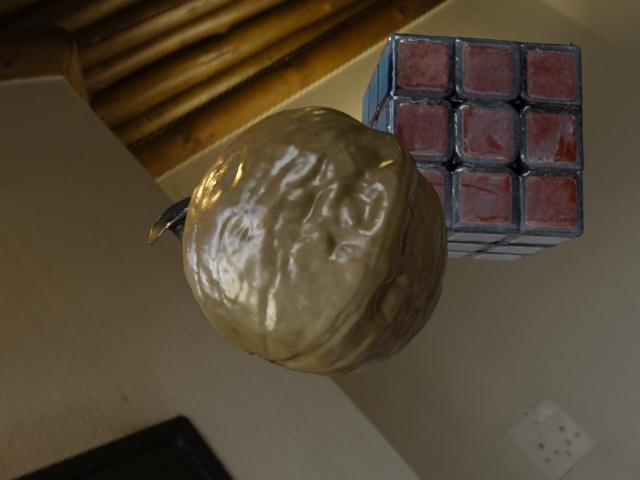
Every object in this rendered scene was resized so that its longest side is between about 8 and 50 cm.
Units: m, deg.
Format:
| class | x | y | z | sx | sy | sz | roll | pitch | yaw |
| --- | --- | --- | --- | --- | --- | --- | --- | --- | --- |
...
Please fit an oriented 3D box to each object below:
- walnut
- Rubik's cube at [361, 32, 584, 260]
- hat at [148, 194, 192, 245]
| class | x | y | z | sx | sy | sz | roll | pitch | yaw |
| --- | --- | --- | --- | --- | --- | --- | --- | --- | --- |
| walnut | 0.000 | 0.000 | 0.644 | 0.228 | 0.228 | 0.228 | -31 | -33 | -23 |
| Rubik's cube | 0.228 | -0.133 | 1.247 | 0.304 | 0.305 | 0.301 | 5 | -10 | -5 |
| hat | -0.130 | -0.020 | 0.823 | 0.121 | 0.121 | 0.050 | -34 | -75 | -19 |
